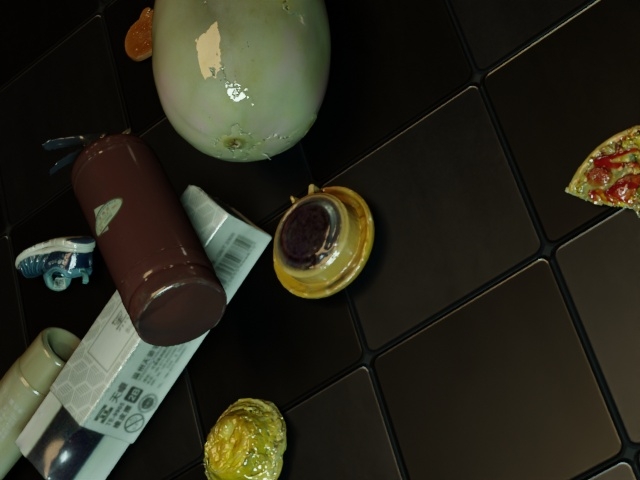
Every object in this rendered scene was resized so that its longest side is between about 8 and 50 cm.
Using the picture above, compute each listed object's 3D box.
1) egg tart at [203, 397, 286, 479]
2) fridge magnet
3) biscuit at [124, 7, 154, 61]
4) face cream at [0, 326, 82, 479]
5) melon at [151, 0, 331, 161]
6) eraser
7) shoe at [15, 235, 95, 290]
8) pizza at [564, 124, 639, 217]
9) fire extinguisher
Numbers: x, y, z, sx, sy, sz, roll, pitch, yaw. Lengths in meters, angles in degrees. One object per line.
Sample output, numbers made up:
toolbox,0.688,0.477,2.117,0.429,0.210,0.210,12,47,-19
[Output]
egg tart,-0.093,0.243,1.794,0.130,0.052,0.130,-19,58,33
fridge magnet,0.000,0.000,1.815,0.143,0.063,0.143,-17,59,30
biscuit,-0.241,-0.296,2.163,0.091,0.015,0.078,-27,55,27
face cream,-0.431,0.258,2.047,0.341,0.084,0.137,-49,47,22
melon,-0.098,-0.244,1.890,0.223,0.223,0.317,-21,59,31
eraser,-0.223,0.126,1.915,0.404,0.098,0.096,-55,48,5
shoe,-0.361,0.034,2.094,0.143,0.064,0.071,-12,83,40
pizza,0.316,-0.083,1.623,0.100,0.029,0.099,22,85,41
fire extinguisher,-0.231,-0.026,1.838,0.135,0.114,0.337,-21,51,-10
